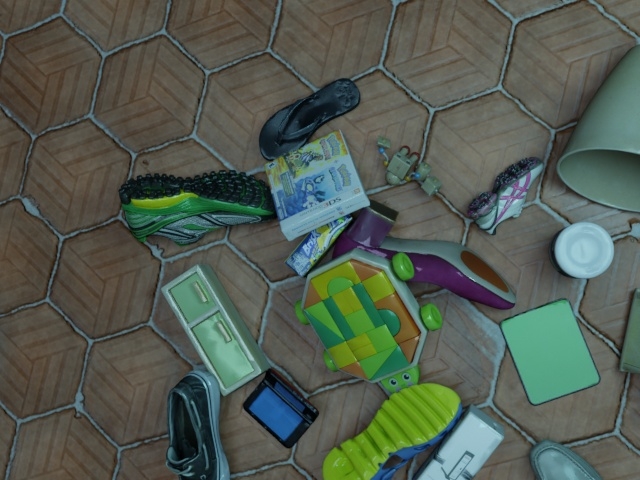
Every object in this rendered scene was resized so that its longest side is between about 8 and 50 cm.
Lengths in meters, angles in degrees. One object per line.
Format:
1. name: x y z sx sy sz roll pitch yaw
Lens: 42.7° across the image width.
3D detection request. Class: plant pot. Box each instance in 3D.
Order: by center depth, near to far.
1. plant pot: 0.618 -0.230 1.578 0.256 0.256 0.274 18 74 10

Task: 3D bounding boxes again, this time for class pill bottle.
1. pill bottle: 0.503 0.022 1.598 0.108 0.180 0.108 0 88 10

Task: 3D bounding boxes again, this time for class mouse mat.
1. mouse mat: 0.471 0.229 1.683 0.153 0.007 0.189 -21 83 9

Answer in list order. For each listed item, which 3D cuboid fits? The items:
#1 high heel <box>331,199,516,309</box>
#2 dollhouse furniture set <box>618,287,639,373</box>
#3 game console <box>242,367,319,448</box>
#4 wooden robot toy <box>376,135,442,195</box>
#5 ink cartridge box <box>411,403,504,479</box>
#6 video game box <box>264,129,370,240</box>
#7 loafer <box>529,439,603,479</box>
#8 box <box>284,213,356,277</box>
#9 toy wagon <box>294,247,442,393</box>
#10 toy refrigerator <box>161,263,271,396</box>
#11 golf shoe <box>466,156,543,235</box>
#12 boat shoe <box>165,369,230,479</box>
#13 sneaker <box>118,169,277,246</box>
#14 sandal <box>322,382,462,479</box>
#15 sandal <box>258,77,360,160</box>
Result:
1. high heel: 0.210 0.077 1.705 0.377 0.127 0.181 33 116 8
2. dollhouse furniture set: 0.820 0.222 1.551 0.394 0.256 0.362 12 90 -11
3. game console: -0.086 0.358 1.740 0.144 0.124 0.085 40 68 9
4. wooden robot toy: 0.174 -0.146 1.736 0.173 0.076 0.079 37 129 10
5. ink cartridge box: 0.272 0.435 1.638 0.086 0.148 0.203 37 93 11
6. video game box: -0.011 -0.118 1.713 0.187 0.048 0.205 -23 49 6
7. loafer: 0.535 0.529 1.604 0.112 0.111 0.319 -43 81 6
8. box: 0.000 0.000 1.750 0.054 0.059 0.169 41 95 8
9. toy wagon: 0.113 0.186 1.672 0.267 0.068 0.344 -27 97 28
10. toy refrigerator: -0.226 0.191 1.765 0.102 0.094 0.269 -32 82 8
11. golf shoe: 0.391 -0.093 1.690 0.186 0.067 0.086 -43 110 4
12. boat shoe: -0.276 0.441 1.719 0.121 0.119 0.335 2 103 34
13. sneaker: -0.256 -0.066 1.784 0.343 0.134 0.146 0 124 4
14. sandal: 0.154 0.407 1.671 0.317 0.138 0.126 -36 55 7
15. sandal: -0.033 -0.269 1.770 0.254 0.054 0.097 -36 82 7
